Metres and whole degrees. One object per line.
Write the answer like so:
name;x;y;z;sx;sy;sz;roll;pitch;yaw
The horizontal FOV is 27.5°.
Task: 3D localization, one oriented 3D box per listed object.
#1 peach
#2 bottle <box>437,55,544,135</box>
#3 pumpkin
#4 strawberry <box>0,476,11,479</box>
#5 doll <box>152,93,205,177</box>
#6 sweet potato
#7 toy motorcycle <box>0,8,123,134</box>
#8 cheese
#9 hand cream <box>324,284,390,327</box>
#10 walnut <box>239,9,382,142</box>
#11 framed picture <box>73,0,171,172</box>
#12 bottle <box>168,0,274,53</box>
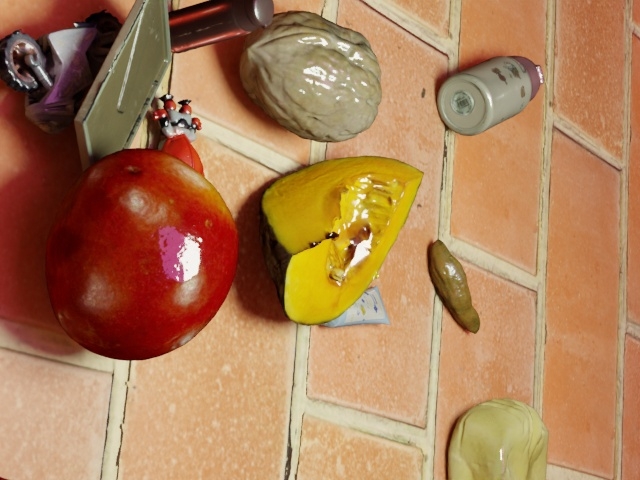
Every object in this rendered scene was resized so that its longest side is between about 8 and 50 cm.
peach;-0.204;0.018;1.476;0.243;0.199;0.243;-17;110;-59
bottle;0.300;-0.258;2.249;0.233;0.110;0.110;-30;107;-51
pumpkin;0.000;0.000;1.834;0.312;0.148;0.169;-30;140;-40
strawberry;-0.292;0.356;1.199;0.295;0.345;0.317;-18;98;-50
doll;-0.178;-0.100;1.652;0.109;0.057;0.169;12;75;-48
sweet potato;0.222;0.085;2.137;0.053;0.054;0.182;-44;121;-36
toy motorcycle;-0.285;-0.196;1.518;0.215;0.080;0.122;-31;109;-55
cheese;0.298;0.374;2.143;0.214;0.117;0.226;-3;91;-56
hand cream;0.047;0.101;1.917;0.171;0.043;0.065;-4;74;-53
walnut;-0.018;-0.229;1.798;0.230;0.178;0.178;17;71;-45
framed picture;-0.229;-0.180;1.549;0.184;0.016;0.250;95;12;-60
bottle;-0.130;-0.281;1.656;0.060;0.164;0.060;11;75;-50
